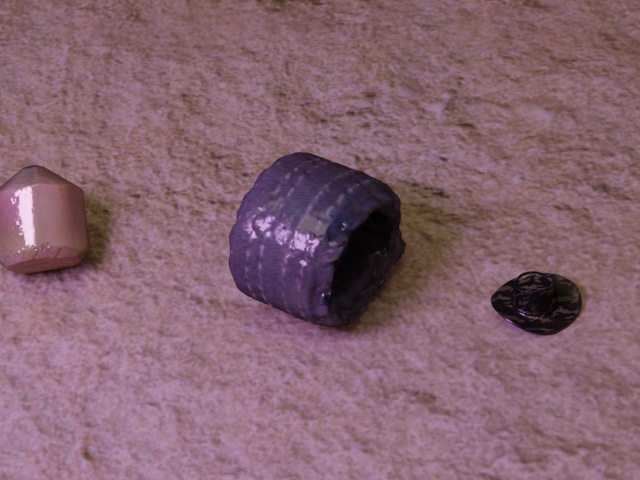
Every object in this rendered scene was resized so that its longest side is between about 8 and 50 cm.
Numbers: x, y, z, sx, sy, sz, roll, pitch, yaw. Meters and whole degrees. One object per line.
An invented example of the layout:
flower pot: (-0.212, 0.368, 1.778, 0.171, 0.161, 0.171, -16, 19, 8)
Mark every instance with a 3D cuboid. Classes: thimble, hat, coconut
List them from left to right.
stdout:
coconut: (-0.415, -0.035, 1.942, 0.147, 0.147, 0.152, -11, 80, 1)
thimble: (0.000, 0.000, 1.806, 0.172, 0.205, 0.236, 22, 30, 23)
hat: (0.289, 0.071, 1.773, 0.121, 0.050, 0.121, -4, 45, 4)
